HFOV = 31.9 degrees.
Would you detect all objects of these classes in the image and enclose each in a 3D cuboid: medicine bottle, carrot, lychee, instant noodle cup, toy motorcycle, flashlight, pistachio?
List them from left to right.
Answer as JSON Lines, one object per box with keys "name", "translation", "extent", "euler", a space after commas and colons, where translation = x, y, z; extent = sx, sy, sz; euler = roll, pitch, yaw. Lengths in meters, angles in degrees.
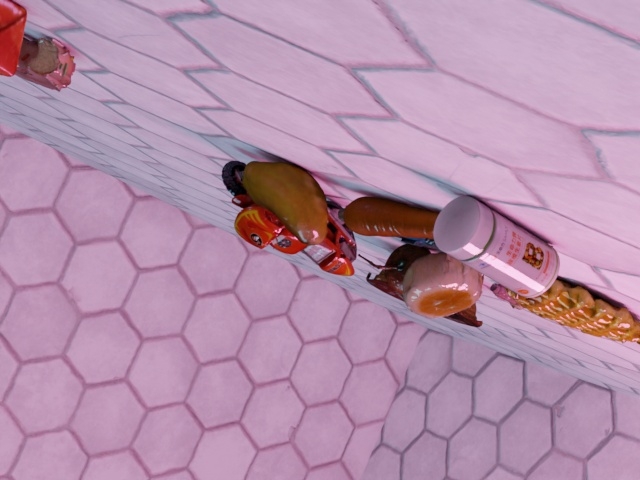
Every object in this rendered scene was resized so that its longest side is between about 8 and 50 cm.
{"name": "toy motorcycle", "translation": [-0.059, -0.039, 2.043], "extent": [0.298, 0.171, 0.089], "euler": [23, 132, -32]}
{"name": "pistachio", "translation": [-0.049, -0.079, 1.919], "extent": [0.189, 0.100, 0.110], "euler": [46, 151, 14]}
{"name": "lychee", "translation": [0.168, 0.059, 2.212], "extent": [0.114, 0.101, 0.140], "euler": [4, -162, 45]}
{"name": "carrot", "translation": [0.140, -0.033, 1.796], "extent": [0.069, 0.069, 0.336], "euler": [28, 167, -38]}
{"name": "instant noodle cup", "translation": [0.238, 0.098, 2.432], "extent": [0.274, 0.090, 0.274], "euler": [23, 175, 2]}
{"name": "medicine bottle", "translation": [0.250, 0.011, 1.571], "extent": [0.183, 0.086, 0.086], "euler": [27, 174, -36]}
{"name": "flashlight", "translation": [0.388, 0.118, 2.295], "extent": [0.110, 0.031, 0.052], "euler": [27, 174, -35]}

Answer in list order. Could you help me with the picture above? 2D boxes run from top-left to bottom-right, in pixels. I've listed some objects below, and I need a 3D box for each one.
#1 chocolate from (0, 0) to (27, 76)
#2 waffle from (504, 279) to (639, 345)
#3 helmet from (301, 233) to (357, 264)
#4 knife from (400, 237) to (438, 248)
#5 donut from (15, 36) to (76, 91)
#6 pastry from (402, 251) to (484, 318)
{"name": "chocolate", "translation": [-0.556, -0.332, 1.551], "extent": [0.237, 0.108, 0.235], "euler": [20, 174, 42]}
{"name": "waffle", "translation": [0.439, 0.116, 1.972], "extent": [0.291, 0.051, 0.291], "euler": [21, 173, 3]}
{"name": "helmet", "translation": [-0.002, -0.015, 2.304], "extent": [0.153, 0.107, 0.177], "euler": [16, -170, 38]}
{"name": "knife", "translation": [0.145, -0.011, 2.112], "extent": [0.044, 0.026, 0.296], "euler": [13, -179, -36]}
{"name": "donut", "translation": [-0.448, -0.284, 1.765], "extent": [0.166, 0.065, 0.117], "euler": [23, 173, 21]}
{"name": "pastry", "translation": [0.231, 0.085, 2.115], "extent": [0.166, 0.088, 0.166], "euler": [-2, 148, -1]}
